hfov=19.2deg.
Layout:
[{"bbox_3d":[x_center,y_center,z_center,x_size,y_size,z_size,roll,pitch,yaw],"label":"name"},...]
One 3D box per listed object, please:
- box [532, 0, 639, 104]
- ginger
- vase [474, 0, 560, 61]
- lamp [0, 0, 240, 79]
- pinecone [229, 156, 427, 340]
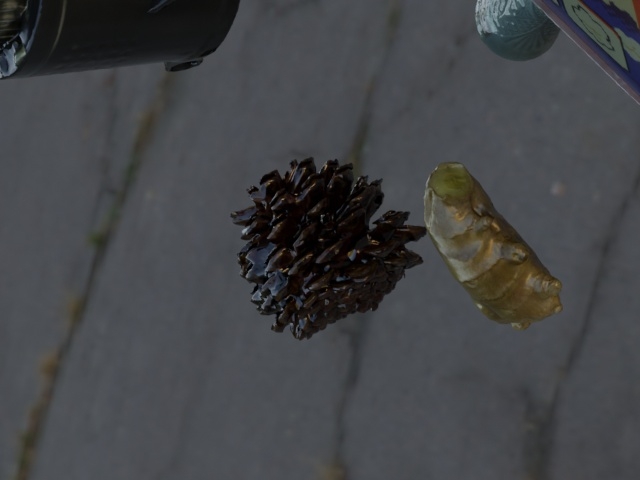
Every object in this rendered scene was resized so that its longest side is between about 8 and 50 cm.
[{"bbox_3d":[0.273,-0.317,1.336,0.348,0.257,0.318,-41,62,-3],"label":"box"},{"bbox_3d":[0.167,0.021,1.829,0.081,0.205,0.115,-34,36,1],"label":"ginger"},{"bbox_3d":[0.232,-0.257,1.939,0.219,0.096,0.096,140,142,-76],"label":"vase"},{"bbox_3d":[-0.216,-0.247,1.656,0.374,0.272,0.205,148,109,-73],"label":"lamp"},{"bbox_3d":[0.000,0.000,2.190,0.221,0.221,0.221,-165,90,-72],"label":"pinecone"}]
